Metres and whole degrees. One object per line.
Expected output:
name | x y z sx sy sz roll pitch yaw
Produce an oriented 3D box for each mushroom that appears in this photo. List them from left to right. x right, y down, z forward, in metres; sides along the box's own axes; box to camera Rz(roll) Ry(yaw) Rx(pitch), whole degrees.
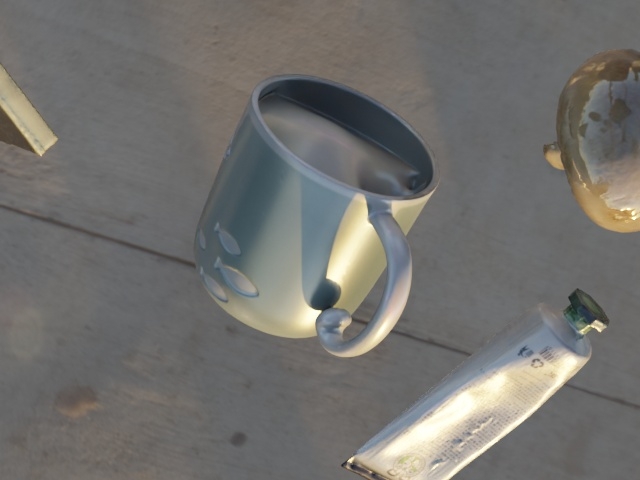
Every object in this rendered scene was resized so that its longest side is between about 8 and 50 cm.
mushroom | 0.364 -0.122 1.342 0.226 0.178 0.226 7 82 -58

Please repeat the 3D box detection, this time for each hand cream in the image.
hand cream | 0.177 0.178 1.203 0.121 0.076 0.336 34 116 -24

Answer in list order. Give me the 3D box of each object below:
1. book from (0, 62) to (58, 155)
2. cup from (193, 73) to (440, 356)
book | -0.369 -0.221 0.805 0.028 0.262 0.374 -49 128 -21
cup | 0.000 0.000 1.394 0.259 0.356 0.274 3 131 -34
